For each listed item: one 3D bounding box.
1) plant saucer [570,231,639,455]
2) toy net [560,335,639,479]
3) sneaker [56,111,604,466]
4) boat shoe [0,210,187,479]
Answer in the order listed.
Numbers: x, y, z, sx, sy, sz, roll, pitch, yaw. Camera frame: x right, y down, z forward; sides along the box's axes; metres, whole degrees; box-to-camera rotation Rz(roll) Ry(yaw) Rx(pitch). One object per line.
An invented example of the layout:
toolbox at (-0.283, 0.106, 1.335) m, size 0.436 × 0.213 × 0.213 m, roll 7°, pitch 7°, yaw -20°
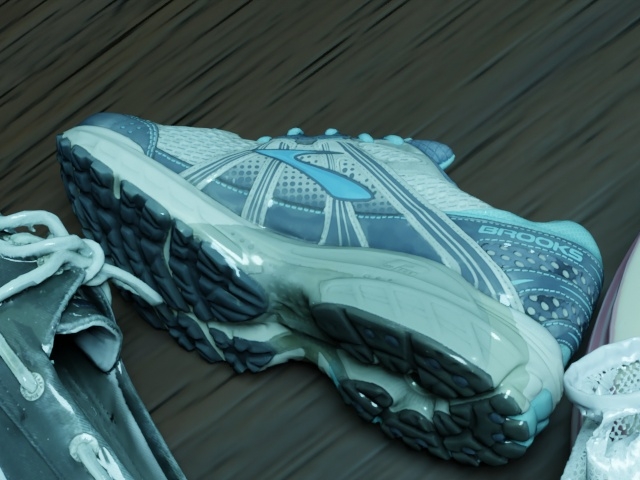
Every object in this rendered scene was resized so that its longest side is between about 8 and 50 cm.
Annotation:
plant saucer at (0.232, 0.034, 0.457) m, size 0.332 × 0.084 × 0.332 m, roll -24°, pitch 41°, yaw 23°
toy net at (0.146, 0.002, 0.457) m, size 0.232 × 0.045 × 0.122 m, roll -46°, pitch 38°, yaw -3°
sneaker at (0.000, 0.000, 0.623) m, size 0.283 × 0.110 × 0.122 m, roll 25°, pitch 54°, yaw 26°
boat shoe at (-0.131, 0.042, 0.585) m, size 0.105 × 0.113 × 0.306 m, roll -34°, pitch 68°, yaw 12°
